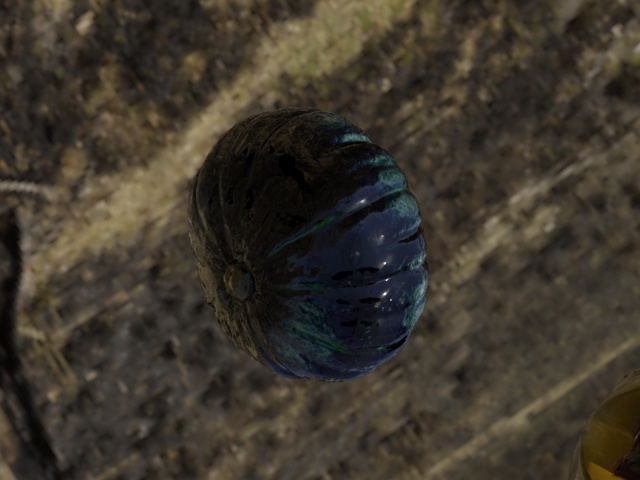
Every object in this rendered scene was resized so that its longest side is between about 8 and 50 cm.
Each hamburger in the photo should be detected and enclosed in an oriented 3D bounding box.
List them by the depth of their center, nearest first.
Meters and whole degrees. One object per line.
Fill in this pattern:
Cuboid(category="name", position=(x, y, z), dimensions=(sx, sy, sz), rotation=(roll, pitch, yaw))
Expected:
Cuboid(category="hamburger", position=(0.293, 0.183, 1.167), dimensions=(0.173, 0.210, 0.116), rotation=(-63, 156, -14))

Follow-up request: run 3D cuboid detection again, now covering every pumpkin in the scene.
Cuboid(category="pumpkin", position=(-0.010, 0.003, 1.059), dimensions=(0.150, 0.194, 0.194), rotation=(-41, 166, -19))
